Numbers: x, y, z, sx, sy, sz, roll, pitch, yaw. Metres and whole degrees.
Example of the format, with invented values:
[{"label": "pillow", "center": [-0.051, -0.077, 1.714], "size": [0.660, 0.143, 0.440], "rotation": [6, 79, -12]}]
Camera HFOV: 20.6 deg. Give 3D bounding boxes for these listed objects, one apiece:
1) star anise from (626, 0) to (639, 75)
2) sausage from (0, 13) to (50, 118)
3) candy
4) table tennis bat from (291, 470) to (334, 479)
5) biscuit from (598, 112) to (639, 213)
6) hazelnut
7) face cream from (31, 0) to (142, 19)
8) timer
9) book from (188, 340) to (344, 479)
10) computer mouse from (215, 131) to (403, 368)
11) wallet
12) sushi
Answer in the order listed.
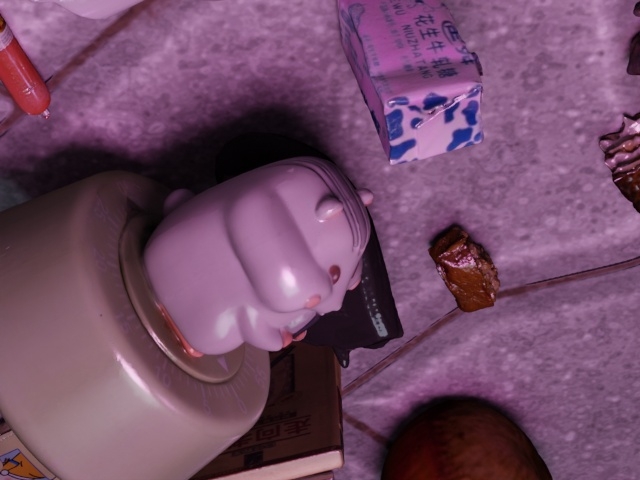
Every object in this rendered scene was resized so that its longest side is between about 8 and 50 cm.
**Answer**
[{"label": "star anise", "center": [0.357, -0.214, 1.479], "size": [0.212, 0.129, 0.282], "rotation": [-10, 142, 8]}, {"label": "sausage", "center": [-0.286, -0.191, 1.452], "size": [0.034, 0.034, 0.253], "rotation": [-21, 133, 10]}, {"label": "candy", "center": [0.077, -0.144, 1.470], "size": [0.092, 0.160, 0.073], "rotation": [-12, 137, -7]}, {"label": "table tennis bat", "center": [-0.063, 0.274, 1.928], "size": [0.158, 0.014, 0.095], "rotation": [-9, 132, 2]}, {"label": "biscuit", "center": [0.364, -0.038, 1.672], "size": [0.106, 0.070, 0.252], "rotation": [-31, 129, 17]}, {"label": "hazelnut", "center": [0.141, 0.276, 1.848], "size": [0.208, 0.208, 0.208], "rotation": [-5, 133, -5]}, {"label": "face cream", "center": [-0.052, -0.266, 1.349], "size": [0.370, 0.145, 0.145], "rotation": [-23, 132, 14]}, {"label": "timer", "center": [-0.095, 0.038, 1.499], "size": [0.315, 0.291, 0.291], "rotation": [-29, 130, 24]}, {"label": "book", "center": [-0.058, 0.165, 1.686], "size": [0.161, 0.231, 0.026], "rotation": [-14, 114, 6]}, {"label": "computer mouse", "center": [0.000, 0.000, 1.617], "size": [0.147, 0.088, 0.264], "rotation": [8, 126, 33]}, {"label": "wallet", "center": [-0.333, 0.238, 1.835], "size": [0.155, 0.039, 0.110], "rotation": [-24, 133, 12]}, {"label": "sushi", "center": [0.143, 0.029, 1.709], "size": [0.055, 0.052, 0.120], "rotation": [-23, 132, 12]}]
